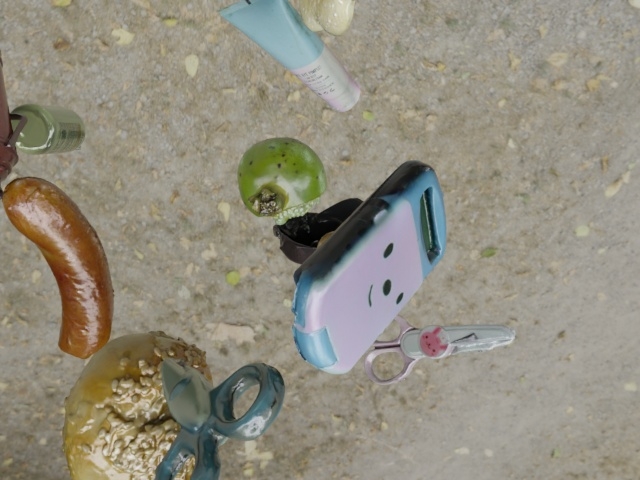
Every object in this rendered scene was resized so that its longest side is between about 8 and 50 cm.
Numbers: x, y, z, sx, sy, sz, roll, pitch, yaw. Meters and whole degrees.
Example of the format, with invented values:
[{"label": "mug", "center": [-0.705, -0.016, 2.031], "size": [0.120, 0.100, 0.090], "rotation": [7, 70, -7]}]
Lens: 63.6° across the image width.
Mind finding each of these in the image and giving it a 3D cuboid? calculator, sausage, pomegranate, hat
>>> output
[{"label": "calculator", "center": [0.071, 0.030, 0.628], "size": [0.293, 0.051, 0.173], "rotation": [-45, 136, -28]}, {"label": "sausage", "center": [-0.358, 0.043, 0.742], "size": [0.103, 0.076, 0.302], "rotation": [-9, 125, -14]}, {"label": "pomegranate", "center": [-0.118, -0.162, 1.464], "size": [0.260, 0.341, 0.260], "rotation": [3, 113, 7]}, {"label": "hat", "center": [0.028, 0.014, 1.694], "size": [0.336, 0.238, 0.209], "rotation": [-14, 120, 10]}]

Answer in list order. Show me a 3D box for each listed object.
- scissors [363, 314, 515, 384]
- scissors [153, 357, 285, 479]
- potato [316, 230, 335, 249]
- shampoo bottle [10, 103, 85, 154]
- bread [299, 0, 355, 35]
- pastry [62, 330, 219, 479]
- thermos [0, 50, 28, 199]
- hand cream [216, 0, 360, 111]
[{"label": "scissors", "center": [0.176, 0.156, 0.801], "size": [0.242, 0.118, 0.030], "rotation": [-14, 162, 29]}, {"label": "scissors", "center": [-0.121, 0.155, 0.499], "size": [0.041, 0.289, 0.138], "rotation": [44, 74, -20]}, {"label": "potato", "center": [0.059, 0.049, 1.164], "size": [0.109, 0.178, 0.118], "rotation": [-28, 130, -5]}, {"label": "shampoo bottle", "center": [-0.446, -0.186, 0.866], "size": [0.079, 0.162, 0.079], "rotation": [0, 102, -1]}, {"label": "bread", "center": [0.017, -0.373, 0.664], "size": [0.039, 0.182, 0.251], "rotation": [-6, 167, -22]}, {"label": "pastry", "center": [-0.298, 0.323, 0.921], "size": [0.284, 0.316, 0.184], "rotation": [1, 172, -43]}, {"label": "thermos", "center": [-0.464, -0.158, 0.685], "size": [0.099, 0.232, 0.124], "rotation": [-18, 165, 3]}, {"label": "hand cream", "center": [-0.034, -0.320, 0.881], "size": [0.111, 0.070, 0.312], "rotation": [-6, 162, 29]}]
